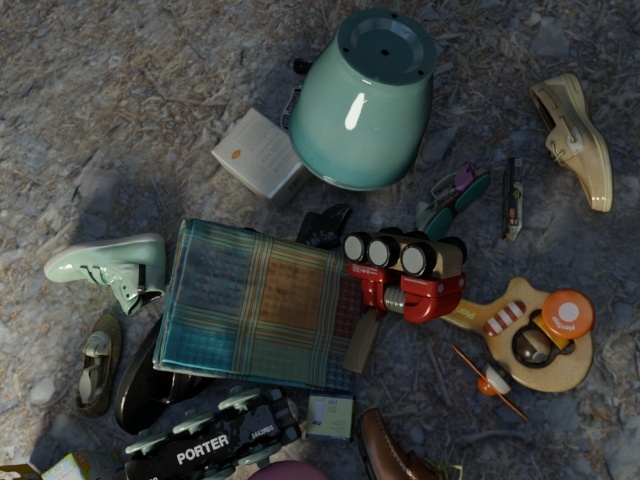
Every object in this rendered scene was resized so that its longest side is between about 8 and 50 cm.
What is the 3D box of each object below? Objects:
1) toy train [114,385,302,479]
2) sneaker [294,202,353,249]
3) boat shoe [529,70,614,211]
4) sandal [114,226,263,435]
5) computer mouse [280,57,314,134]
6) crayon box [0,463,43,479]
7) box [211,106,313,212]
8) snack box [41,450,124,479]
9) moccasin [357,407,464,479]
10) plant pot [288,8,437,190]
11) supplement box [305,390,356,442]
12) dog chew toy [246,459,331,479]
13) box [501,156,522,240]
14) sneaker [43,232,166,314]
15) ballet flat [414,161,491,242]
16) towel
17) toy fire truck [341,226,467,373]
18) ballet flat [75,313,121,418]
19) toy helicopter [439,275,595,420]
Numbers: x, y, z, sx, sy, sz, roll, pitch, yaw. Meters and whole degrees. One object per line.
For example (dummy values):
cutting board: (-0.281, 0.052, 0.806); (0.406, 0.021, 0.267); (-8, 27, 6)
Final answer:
toy train: (-0.186, 0.359, 1.115); (0.334, 0.190, 0.142); (-25, 75, 2)
sneaker: (0.001, 0.001, 1.264); (0.089, 0.051, 0.170); (13, 73, 17)
boat shoe: (0.479, -0.185, 1.217); (0.098, 0.109, 0.302); (-13, 66, 11)
sandal: (-0.220, 0.175, 1.182); (0.107, 0.167, 0.446); (29, 79, 28)
computer mouse: (-0.036, -0.300, 1.368); (0.106, 0.042, 0.193); (17, 71, 9)
crayon box: (-0.486, 0.525, 1.107); (0.323, 0.203, 0.083); (33, 81, 17)
box: (-0.113, -0.166, 1.312); (0.170, 0.091, 0.130); (40, 83, 17)
snack box: (-0.375, 0.477, 1.118); (0.070, 0.174, 0.207); (-38, 72, -4)
moccasin: (0.192, 0.443, 1.055); (0.147, 0.139, 0.380); (-34, 72, -3)
plant pot: (0.090, -0.275, 1.182); (0.271, 0.255, 0.272); (5, 61, -9)
supplement box: (0.020, 0.323, 1.162); (0.083, 0.056, 0.083); (3, 74, 10)
dog chew toy: (-0.117, 0.487, 1.000); (0.332, 0.206, 0.206); (-15, 67, -33)
box: (0.364, -0.078, 1.207); (0.027, 0.094, 0.137); (3, 73, 10)
sneaker: (-0.436, 0.082, 1.285); (0.256, 0.094, 0.151); (-13, 66, 3)
ballet flat: (0.239, -0.070, 1.243); (0.221, 0.077, 0.079); (-46, 54, -11)
towel: (-0.094, 0.123, 1.154); (0.370, 0.040, 0.271); (13, 75, -20)
toy fire truck: (0.132, 0.112, 1.137); (0.217, 0.158, 0.246); (12, 105, 47)
ballet flat: (-0.440, 0.244, 1.255); (0.073, 0.067, 0.206); (-3, 73, 9)
toy helicopter: (0.303, 0.167, 1.147); (0.355, 0.140, 0.235); (20, 86, 25)
